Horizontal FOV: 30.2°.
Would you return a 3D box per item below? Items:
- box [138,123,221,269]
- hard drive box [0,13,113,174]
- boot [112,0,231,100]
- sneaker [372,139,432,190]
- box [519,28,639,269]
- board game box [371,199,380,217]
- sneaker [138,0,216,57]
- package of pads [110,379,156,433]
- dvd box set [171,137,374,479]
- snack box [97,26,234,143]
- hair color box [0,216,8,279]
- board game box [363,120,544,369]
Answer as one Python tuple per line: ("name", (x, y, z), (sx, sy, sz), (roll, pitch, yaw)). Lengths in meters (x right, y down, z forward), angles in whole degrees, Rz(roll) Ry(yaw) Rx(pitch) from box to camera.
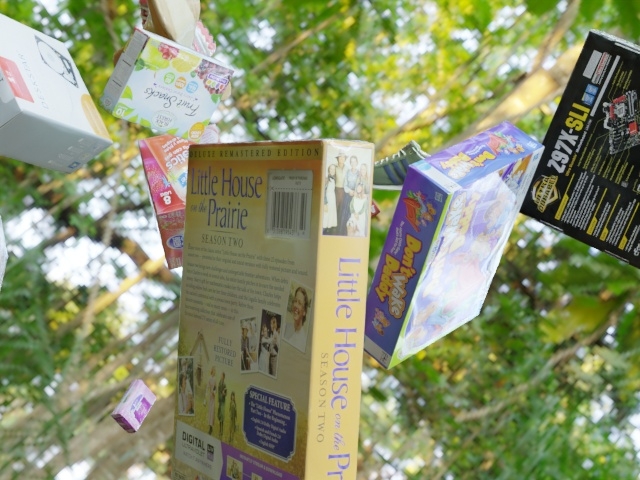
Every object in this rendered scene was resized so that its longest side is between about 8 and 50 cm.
("box", (-0.201, -0.062, 1.843), (0.257, 0.122, 0.128), (98, -23, -70))
("hard drive box", (-0.406, -0.201, 1.610), (0.181, 0.089, 0.232), (61, 15, 14))
("boot", (-0.290, -0.343, 2.033), (0.211, 0.104, 0.295), (-4, -60, 41))
("sneaker", (0.139, -0.126, 1.958), (0.192, 0.064, 0.086), (7, -73, 7))
("box", (0.490, -0.140, 1.891), (0.257, 0.079, 0.322), (27, -72, 23))
("board game box", (0.000, 0.000, 1.933), (0.027, 0.145, 0.281), (58, -13, -1))
("sneaker", (-0.309, -0.426, 2.392), (0.116, 0.136, 0.314), (20, -21, 27))
("package of pads", (-0.320, 0.286, 2.043), (0.032, 0.083, 0.050), (-16, -58, 38))
("dvd box set", (-0.060, 0.110, 1.192), (0.307, 0.062, 0.421), (5, -88, 60))
("snack box", (-0.177, -0.177, 1.372), (0.037, 0.100, 0.141), (39, 15, 37))
("hair color box", (-0.529, 0.074, 1.723), (0.113, 0.185, 0.374), (10, -11, -11))
("board game box", (0.191, 0.010, 1.804), (0.078, 0.233, 0.347), (39, -46, 27))
